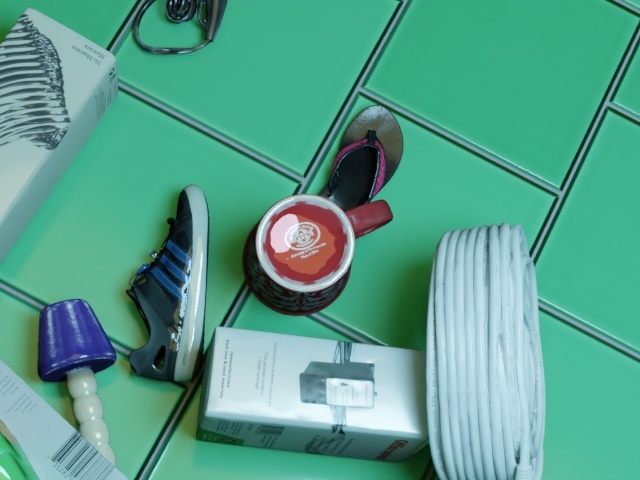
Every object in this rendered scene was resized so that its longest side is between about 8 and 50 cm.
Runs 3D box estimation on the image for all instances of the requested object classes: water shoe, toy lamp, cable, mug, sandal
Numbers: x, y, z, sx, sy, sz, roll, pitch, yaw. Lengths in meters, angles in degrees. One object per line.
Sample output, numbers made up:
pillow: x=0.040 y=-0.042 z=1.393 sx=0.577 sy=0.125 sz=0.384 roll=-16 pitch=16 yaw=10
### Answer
water shoe: x=-0.152 y=0.037 z=1.355 sx=0.080 sy=0.073 sz=0.203 roll=3 pitch=71 yaw=-5
toy lamp: x=-0.211 y=0.190 z=1.294 sx=0.080 sy=0.080 sz=0.274 roll=-15 pitch=75 yaw=-12
cable: x=0.158 y=0.111 z=1.285 sx=0.089 sy=0.257 sz=0.257 roll=-4 pitch=104 yaw=14
mug: x=-0.009 y=-0.004 z=1.322 sx=0.113 sy=0.169 sz=0.150 roll=35 pitch=83 yaw=1
sandal: x=0.037 y=-0.066 z=1.431 sx=0.067 sy=0.040 sz=0.179 roll=27 pitch=70 yaw=3

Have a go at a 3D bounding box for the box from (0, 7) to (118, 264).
box: x=-0.318 y=-0.086 z=1.360 sx=0.113 sy=0.094 sz=0.275 roll=29 pitch=70 yaw=2

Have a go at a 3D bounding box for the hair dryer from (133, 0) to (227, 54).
hair dryer: x=-0.108 y=-0.345 z=1.501 sx=0.294 sy=0.080 sz=0.223 roll=-29 pitch=94 yaw=-10

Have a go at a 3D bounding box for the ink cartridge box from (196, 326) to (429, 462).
ink cartridge box: x=-0.007 y=0.149 z=1.296 sx=0.208 sy=0.153 sz=0.086 roll=8 pitch=72 yaw=-7

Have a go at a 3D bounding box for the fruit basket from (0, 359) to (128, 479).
fruit basket: x=-0.401 y=0.230 z=1.234 sx=0.353 sy=0.165 sz=0.327 roll=37 pitch=73 yaw=23
